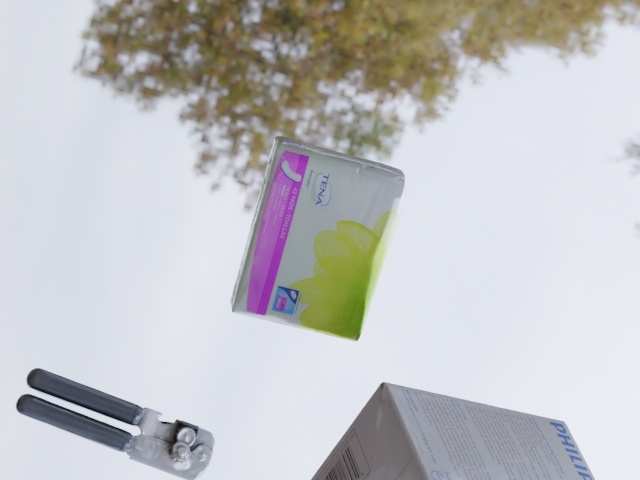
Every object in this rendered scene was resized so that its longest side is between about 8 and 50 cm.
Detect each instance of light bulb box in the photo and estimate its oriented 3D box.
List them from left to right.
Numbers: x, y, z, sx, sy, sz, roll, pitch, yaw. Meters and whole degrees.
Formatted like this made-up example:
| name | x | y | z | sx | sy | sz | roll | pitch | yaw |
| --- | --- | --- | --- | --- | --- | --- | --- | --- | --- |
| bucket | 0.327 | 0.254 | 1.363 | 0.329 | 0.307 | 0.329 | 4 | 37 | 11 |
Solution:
| name | x | y | z | sx | sy | sz | roll | pitch | yaw |
| --- | --- | --- | --- | --- | --- | --- | --- | --- | --- |
| light bulb box | 0.185 | 0.438 | 2.226 | 0.358 | 0.361 | 0.225 | -56 | -145 | 28 |

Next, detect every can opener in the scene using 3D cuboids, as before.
| name | x | y | z | sx | sy | sz | roll | pitch | yaw |
| --- | --- | --- | --- | --- | --- | --- | --- | --- | --- |
| can opener | -0.274 | 0.251 | 1.977 | 0.093 | 0.280 | 0.074 | -15 | -127 | 68 |

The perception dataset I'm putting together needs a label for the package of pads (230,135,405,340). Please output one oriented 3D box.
| name | x | y | z | sx | sy | sz | roll | pitch | yaw |
| --- | --- | --- | --- | --- | --- | --- | --- | --- | --- |
| package of pads | 0.000 | 0.000 | 2.382 | 0.101 | 0.229 | 0.296 | -117 | -138 | -78 |
